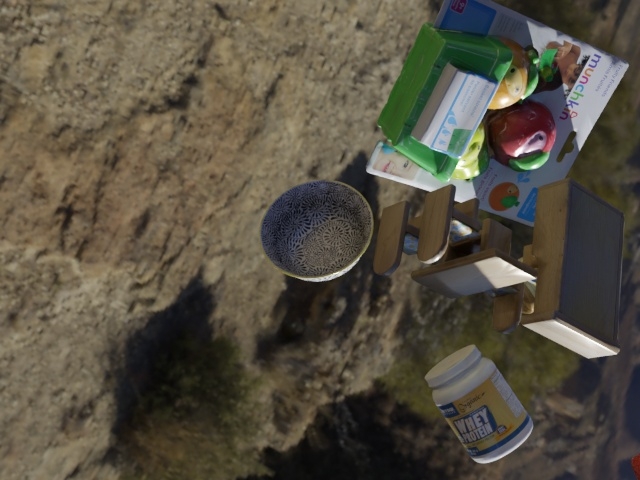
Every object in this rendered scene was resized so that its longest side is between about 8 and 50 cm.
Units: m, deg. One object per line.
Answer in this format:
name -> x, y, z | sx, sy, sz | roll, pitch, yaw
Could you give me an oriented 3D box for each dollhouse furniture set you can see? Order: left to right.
dollhouse furniture set -> 0.208, 0.050, 1.027 | 0.242, 0.212, 0.161 | -20, -128, 50

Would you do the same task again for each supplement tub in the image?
supplement tub -> 0.312, 0.323, 1.804 | 0.144, 0.200, 0.144 | -34, 180, 0

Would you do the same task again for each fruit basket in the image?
fruit basket -> 0.291, -0.199, 1.480 | 0.165, 0.353, 0.327 | -105, -142, -63

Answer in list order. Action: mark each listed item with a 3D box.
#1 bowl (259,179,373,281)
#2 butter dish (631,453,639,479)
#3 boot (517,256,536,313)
bowl -> 0.000, 0.000, 1.350 | 0.170, 0.170, 0.080 | -58, 155, -21
butter dish -> 0.597, 0.386, 1.422 | 0.118, 0.160, 0.160 | -14, 161, -26
boot -> 0.427, 0.047, 1.701 | 0.203, 0.095, 0.262 | -33, 180, -3
